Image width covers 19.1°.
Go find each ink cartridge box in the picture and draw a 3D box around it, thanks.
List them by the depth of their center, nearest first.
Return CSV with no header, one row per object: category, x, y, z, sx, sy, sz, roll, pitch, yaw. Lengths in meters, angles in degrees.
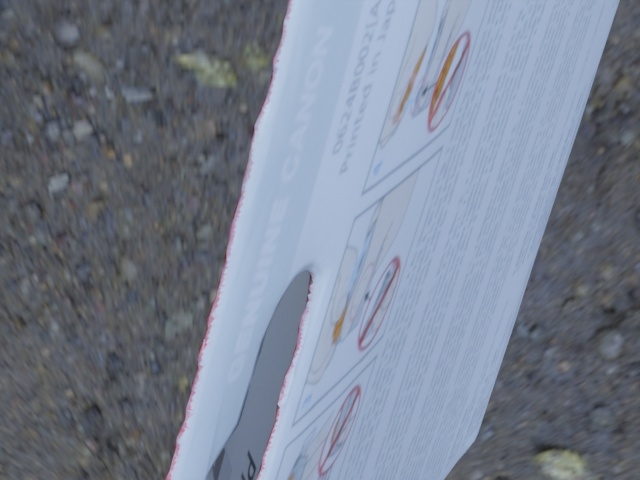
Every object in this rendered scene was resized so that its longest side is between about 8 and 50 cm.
ink cartridge box,0.000,0.000,0.632,0.091,0.385,0.308,23,115,15
